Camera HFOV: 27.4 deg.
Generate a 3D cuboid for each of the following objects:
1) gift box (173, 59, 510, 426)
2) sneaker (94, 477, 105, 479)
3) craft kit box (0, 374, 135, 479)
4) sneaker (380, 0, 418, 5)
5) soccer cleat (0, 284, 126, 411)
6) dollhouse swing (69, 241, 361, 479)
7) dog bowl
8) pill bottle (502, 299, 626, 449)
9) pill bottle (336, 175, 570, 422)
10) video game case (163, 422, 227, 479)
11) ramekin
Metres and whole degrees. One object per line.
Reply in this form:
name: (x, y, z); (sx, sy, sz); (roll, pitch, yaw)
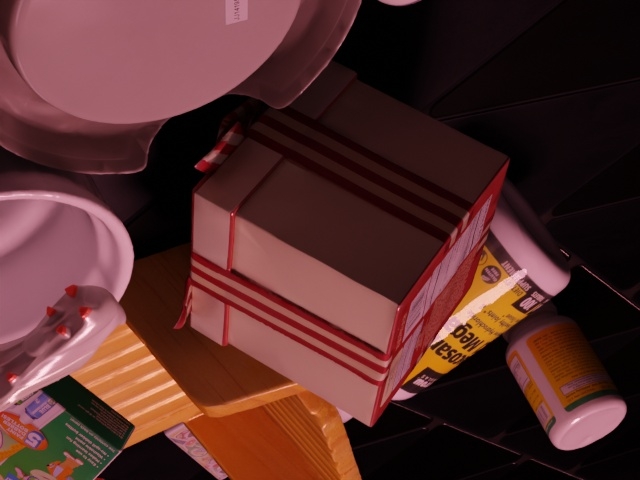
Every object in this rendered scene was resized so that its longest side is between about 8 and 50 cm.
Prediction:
gift box: (0.000, 0.000, 1.286); (0.276, 0.258, 0.255); (-47, 159, -38)
sneaker: (-0.348, 0.353, 1.701); (0.170, 0.075, 0.063); (-14, 162, 29)
craft kit box: (-0.367, 0.207, 1.398); (0.250, 0.061, 0.246); (39, 120, -8)
sneaker: (0.138, -0.291, 1.086); (0.282, 0.102, 0.161); (-58, 154, -5)
soccer cleat: (-0.266, 0.113, 1.218); (0.196, 0.068, 0.076); (-35, 150, 7)
dollhouse swing: (-0.176, 0.227, 1.511); (0.305, 0.315, 0.347); (-37, 150, -14)
dog bowl: (-0.139, -0.209, 1.075); (0.348, 0.102, 0.349); (-19, 147, -13)
pill bottle: (0.336, 0.182, 1.870); (0.117, 0.208, 0.118); (-19, 146, -13)
pill bottle: (0.114, 0.070, 1.570); (0.334, 0.188, 0.188); (-38, 146, 16)
video game case: (-0.082, 0.241, 1.820); (0.227, 0.026, 0.206); (-29, 147, 3)
ramekin: (-0.324, 0.003, 1.206); (0.277, 0.135, 0.277); (-19, 146, -13)
